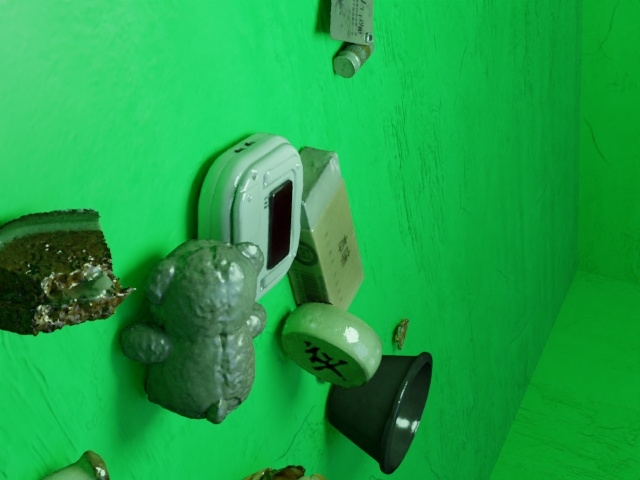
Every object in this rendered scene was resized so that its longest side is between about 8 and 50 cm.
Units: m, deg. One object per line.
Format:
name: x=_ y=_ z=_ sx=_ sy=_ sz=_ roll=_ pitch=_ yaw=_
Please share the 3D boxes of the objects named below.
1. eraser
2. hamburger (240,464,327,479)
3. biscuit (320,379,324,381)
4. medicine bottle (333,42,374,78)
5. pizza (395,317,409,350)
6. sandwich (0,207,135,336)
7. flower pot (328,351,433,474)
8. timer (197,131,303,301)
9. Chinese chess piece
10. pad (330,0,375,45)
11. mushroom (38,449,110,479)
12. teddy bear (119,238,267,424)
eraser: x=0.000 y=0.000 z=1.980 sx=0.144 sy=0.078 sz=0.343 roll=-60 pitch=152 yaw=-34
hamburger: x=-0.077 y=0.508 z=2.000 sx=0.330 sy=0.162 sz=0.209 roll=40 pitch=64 yaw=-62
biscuit: x=0.032 y=0.219 z=2.245 sx=0.152 sy=0.020 sz=0.152 roll=-51 pitch=149 yaw=-46
medicine bottle: x=0.060 y=-0.330 z=1.960 sx=0.083 sy=0.047 sz=0.047 roll=-55 pitch=149 yaw=-41
pizza: x=0.187 y=0.210 z=2.578 sx=0.078 sy=0.025 sz=0.083 roll=71 pitch=33 yaw=-59
sandwich: x=-0.316 y=0.034 z=1.221 sx=0.235 sy=0.159 sz=0.079 roll=-15 pitch=124 yaw=-41
flower pot: x=0.120 y=0.343 z=2.321 sx=0.269 sy=0.166 sz=0.269 roll=15 pitch=90 yaw=-71
timer: x=-0.105 y=-0.029 z=1.717 sx=0.237 sy=0.087 sz=0.262 roll=-40 pitch=139 yaw=-54
Chinese chess piece: x=0.019 y=0.191 z=1.991 sx=0.083 sy=0.188 sz=0.188 roll=-62 pitch=153 yaw=-28
pad: x=0.062 y=-0.471 z=1.877 sx=0.159 sy=0.009 sz=0.265 roll=-10 pitch=104 yaw=-60
mushroom: x=-0.376 y=0.365 z=1.364 sx=0.312 sy=0.081 sz=0.100 roll=-33 pitch=129 yaw=-51
teddy bear: x=-0.173 y=0.126 z=1.576 sx=0.236 sy=0.151 sz=0.267 roll=-15 pitch=110 yaw=-33
